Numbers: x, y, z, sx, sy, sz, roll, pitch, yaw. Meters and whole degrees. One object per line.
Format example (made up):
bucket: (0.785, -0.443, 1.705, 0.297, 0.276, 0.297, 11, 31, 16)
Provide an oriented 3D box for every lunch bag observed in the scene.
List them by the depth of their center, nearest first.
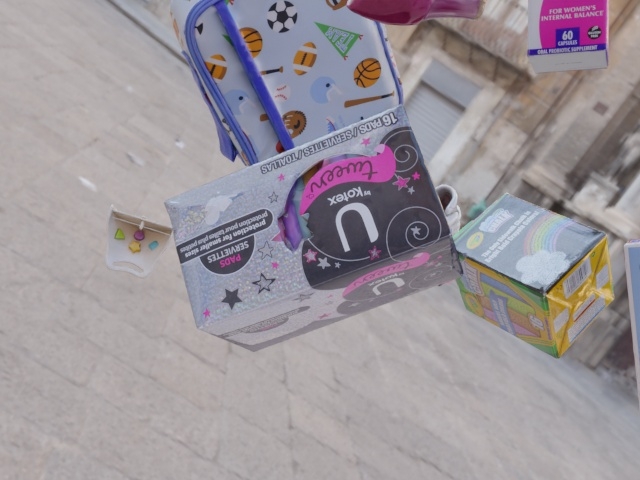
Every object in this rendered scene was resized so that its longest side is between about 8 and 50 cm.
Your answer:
lunch bag: (-0.037, -0.208, 0.951, 0.115, 0.243, 0.303, 49, -12, 49)

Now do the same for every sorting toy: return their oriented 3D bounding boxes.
sorting toy: (-0.229, 0.007, 0.954, 0.083, 0.075, 0.045, 18, -25, -10)

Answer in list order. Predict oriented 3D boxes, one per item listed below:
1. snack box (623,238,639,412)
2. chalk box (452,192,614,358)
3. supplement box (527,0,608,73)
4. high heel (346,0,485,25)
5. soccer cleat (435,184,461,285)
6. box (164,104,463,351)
snack box: (0.246, 0.086, 0.517, 0.064, 0.178, 0.022, -4, 7, 34)
chalk box: (0.268, 0.036, 1.058, 0.213, 0.132, 0.132, 30, -27, 46)
supplement box: (0.367, -0.372, 1.143, 0.111, 0.220, 0.114, 0, -2, 22)
high heel: (0.080, -0.303, 0.636, 0.117, 0.244, 0.082, -2, 15, -15)
soccer cleat: (0.197, -0.016, 1.315, 0.116, 0.143, 0.331, 53, 14, 28)
box: (0.000, 0.000, 0.765, 0.163, 0.247, 0.142, 46, 23, -69)
